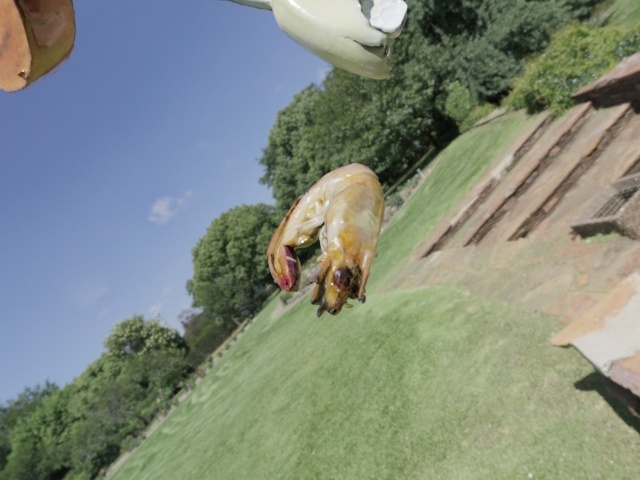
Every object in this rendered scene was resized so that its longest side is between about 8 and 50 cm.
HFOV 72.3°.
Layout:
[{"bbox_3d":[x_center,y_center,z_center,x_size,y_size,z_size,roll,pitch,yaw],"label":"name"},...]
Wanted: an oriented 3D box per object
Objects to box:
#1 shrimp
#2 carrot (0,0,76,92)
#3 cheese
[{"bbox_3d":[-0.001,-0.003,0.410,0.133,0.053,0.236,-18,33,15],"label":"shrimp"},{"bbox_3d":[-0.518,-0.370,0.687,0.307,0.258,0.100,-6,29,36],"label":"carrot"},{"bbox_3d":[-0.027,-0.234,0.425,0.049,0.235,0.127,72,-144,-69],"label":"cheese"}]
